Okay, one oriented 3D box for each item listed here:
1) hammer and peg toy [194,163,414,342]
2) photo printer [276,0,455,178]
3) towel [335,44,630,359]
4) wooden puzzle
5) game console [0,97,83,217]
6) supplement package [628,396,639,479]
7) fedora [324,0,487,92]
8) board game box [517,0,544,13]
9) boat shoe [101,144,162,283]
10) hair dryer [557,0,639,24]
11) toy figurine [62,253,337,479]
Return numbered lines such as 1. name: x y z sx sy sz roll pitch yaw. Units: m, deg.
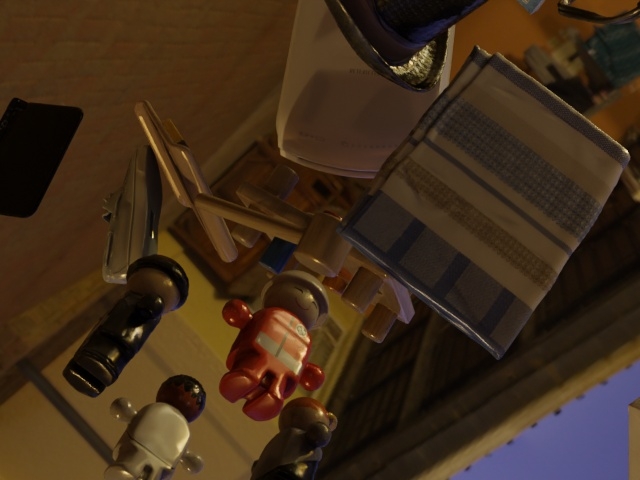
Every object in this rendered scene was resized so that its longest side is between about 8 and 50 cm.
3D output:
1. hammer and peg toy: 0.000 0.000 1.061 0.127 0.266 0.361 -57 159 -11
2. photo printer: 0.069 -0.244 1.179 0.107 0.256 0.308 77 21 -71
3. towel: 0.172 -0.050 0.782 0.285 0.209 0.034 -51 176 -21
4. wooden puzzle: -0.211 -0.102 1.231 0.044 0.221 0.238 -30 -144 -13
5. game console: -0.282 -0.066 0.723 0.107 0.071 0.122 -43 -154 60
6. supplement package: 0.572 0.323 1.035 0.145 0.204 0.262 -25 -151 -27
7. fedora: 0.114 -0.326 0.790 0.152 0.334 0.334 -14 -160 33
8. board game box: 0.300 -0.390 1.103 0.020 0.090 0.090 -35 166 -33
9. boat shoe: -0.282 -0.041 1.120 0.081 0.228 0.079 -5 151 5
10. hair dryer: 0.298 -0.227 0.449 0.293 0.080 0.224 -1 -113 50
11. toy figurine: -0.092 0.126 0.671 0.213 0.210 0.148 3 -147 16
